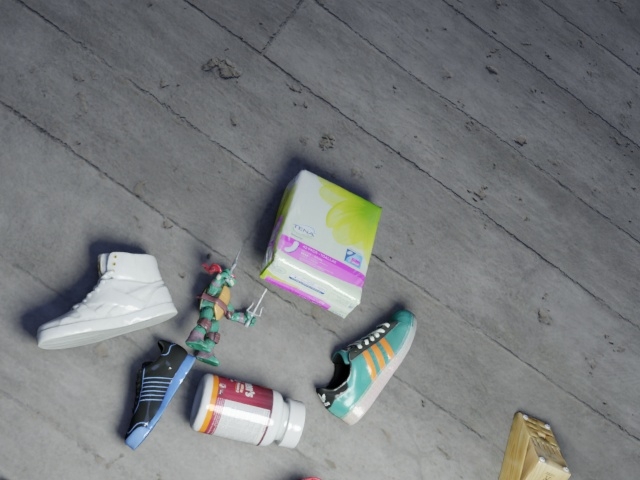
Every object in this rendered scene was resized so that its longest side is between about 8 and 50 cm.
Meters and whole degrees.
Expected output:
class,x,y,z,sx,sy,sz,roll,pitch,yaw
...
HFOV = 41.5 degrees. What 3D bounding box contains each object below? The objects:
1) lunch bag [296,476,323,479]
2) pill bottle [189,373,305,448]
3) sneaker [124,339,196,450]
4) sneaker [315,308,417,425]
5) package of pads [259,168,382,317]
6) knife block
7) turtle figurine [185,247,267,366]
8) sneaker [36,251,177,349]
class,x,y,z,sx,sy,sz,roll,pitch,yaw
lunch bag,-0.064,0.647,1.699,0.293,0.120,0.258,-26,83,-26
pill bottle,-0.151,0.360,1.763,0.221,0.121,0.121,16,68,-14
sneaker,-0.350,0.312,1.735,0.090,0.081,0.232,32,58,-3
sneaker,0.105,0.259,1.897,0.121,0.108,0.302,40,65,-8
package of pads,0.000,0.000,1.915,0.229,0.101,0.297,27,49,-12
knife block,0.460,0.569,1.948,0.088,0.242,0.276,26,21,-11
turtle figurine,-0.211,0.142,1.822,0.175,0.118,0.234,50,52,-45
sneaker,-0.459,0.116,1.749,0.292,0.108,0.169,-14,76,-33
